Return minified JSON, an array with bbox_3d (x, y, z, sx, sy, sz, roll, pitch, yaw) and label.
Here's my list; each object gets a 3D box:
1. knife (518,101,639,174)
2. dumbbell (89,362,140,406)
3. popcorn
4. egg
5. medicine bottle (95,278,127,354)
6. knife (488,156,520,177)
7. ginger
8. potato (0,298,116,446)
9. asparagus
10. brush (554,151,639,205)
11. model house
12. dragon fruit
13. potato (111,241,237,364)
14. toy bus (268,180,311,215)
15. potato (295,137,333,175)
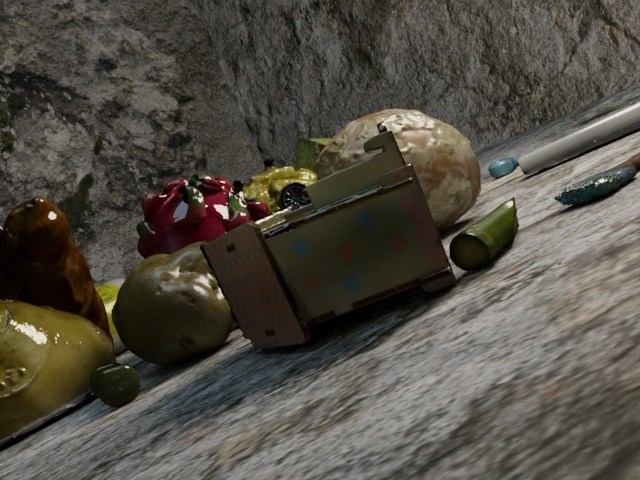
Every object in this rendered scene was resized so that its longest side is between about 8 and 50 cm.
[{"bbox_3d":[0.461,-0.174,1.414,0.266,0.040,0.073,-24,-8,16],"label":"knife"},{"bbox_3d":[-0.251,0.174,1.031,0.052,0.046,0.118,-21,1,-20],"label":"dumbbell"},{"bbox_3d":[-0.071,-0.044,1.661,0.249,0.225,0.249,-26,-2,-1],"label":"popcorn"},{"bbox_3d":[0.112,-0.090,1.222,0.245,0.203,0.203,-4,0,-8],"label":"egg"},{"bbox_3d":[-0.427,0.160,1.705,0.143,0.143,0.258,-22,4,45],"label":"medicine bottle"},{"bbox_3d":[0.417,-0.168,1.780,0.058,0.032,0.244,-25,-2,36],"label":"knife"},{"bbox_3d":[-0.481,0.099,1.381,0.254,0.176,0.418,-18,-35,-5],"label":"ginger"},{"bbox_3d":[-0.435,0.170,1.211,0.247,0.196,0.300,-22,3,28],"label":"potato"},{"bbox_3d":[0.181,-0.011,0.863,0.178,0.041,0.045,-29,-26,-55],"label":"asparagus"},{"bbox_3d":[0.340,-0.081,0.949,0.196,0.021,0.070,-27,6,-36],"label":"brush"},{"bbox_3d":[0.000,0.000,0.917,0.244,0.169,0.326,-27,4,7],"label":"model house"},{"bbox_3d":[-0.163,0.022,1.294,0.218,0.272,0.198,-30,-12,-2],"label":"dragon fruit"},{"bbox_3d":[-0.190,0.086,1.129,0.200,0.137,0.154,-16,16,34],"label":"potato"},{"bbox_3d":[-0.113,0.025,1.464,0.331,0.151,0.145,-26,-7,4],"label":"toy bus"},{"bbox_3d":[0.110,-0.117,1.984,0.280,0.212,0.330,1,14,-26],"label":"potato"}]
